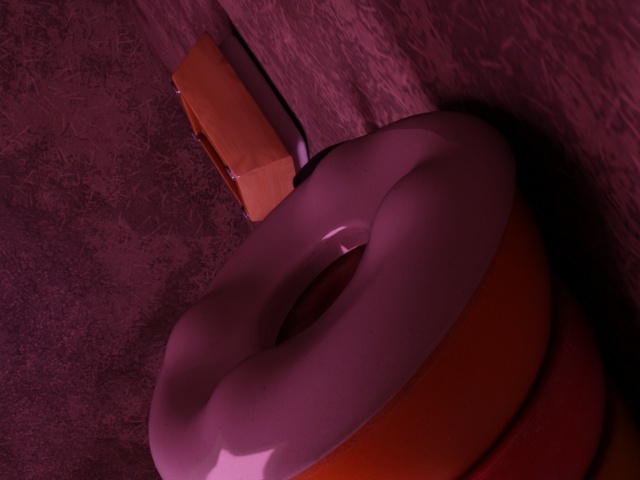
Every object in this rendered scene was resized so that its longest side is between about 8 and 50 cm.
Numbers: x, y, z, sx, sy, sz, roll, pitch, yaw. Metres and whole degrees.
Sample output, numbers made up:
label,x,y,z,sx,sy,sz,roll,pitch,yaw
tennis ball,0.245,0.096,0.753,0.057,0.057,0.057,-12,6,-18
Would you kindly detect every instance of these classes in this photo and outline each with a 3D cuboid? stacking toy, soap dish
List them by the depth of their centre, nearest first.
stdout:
label,x,y,z,sx,sy,sz,roll,pitch,yaw
stacking toy,0.138,0.166,0.882,0.480,0.350,0.350,43,178,-18
soap dish,-0.118,-0.159,1.694,0.229,0.118,0.291,56,174,13

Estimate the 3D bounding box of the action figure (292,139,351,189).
label,x,y,z,sx,sy,sz,roll,pitch,yaw
action figure,0.058,-0.009,1.253,0.185,0.099,0.285,48,174,20
